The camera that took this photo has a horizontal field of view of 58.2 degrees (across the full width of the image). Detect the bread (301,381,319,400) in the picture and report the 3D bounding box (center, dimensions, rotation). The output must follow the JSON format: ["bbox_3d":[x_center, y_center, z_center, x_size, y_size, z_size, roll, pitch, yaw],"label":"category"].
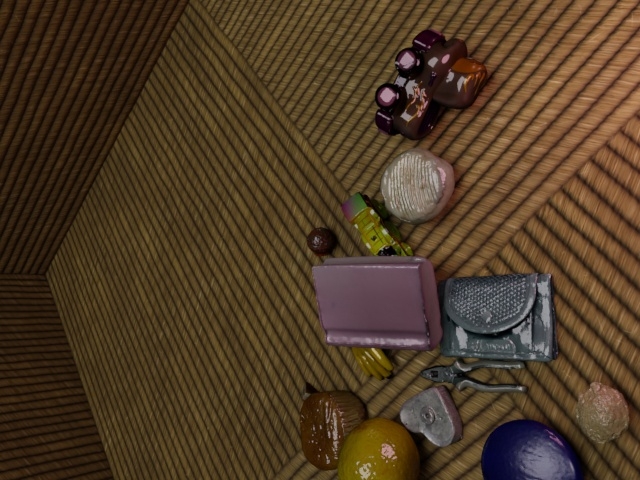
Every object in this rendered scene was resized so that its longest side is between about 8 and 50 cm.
[{"bbox_3d":[-0.038,0.552,2.048,0.109,0.062,0.043,33,106,35],"label":"bread"}]

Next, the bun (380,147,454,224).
[{"bbox_3d":[0.299,-0.166,1.770,0.239,0.141,0.239,1,92,39],"label":"bun"}]

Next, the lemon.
[{"bbox_3d":[0.173,0.667,1.715,0.267,0.267,0.268,-5,82,41],"label":"lemon"}]

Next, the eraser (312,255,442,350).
[{"bbox_3d":[0.168,0.185,1.723,0.358,0.122,0.273,-5,100,32],"label":"eraser"}]

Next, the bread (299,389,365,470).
[{"bbox_3d":[0.041,0.630,1.918,0.227,0.142,0.254,-11,80,48],"label":"bread"}]

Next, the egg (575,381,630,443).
[{"bbox_3d":[0.680,0.416,1.386,0.118,0.116,0.140,14,96,13],"label":"egg"}]

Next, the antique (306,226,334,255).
[{"bbox_3d":[0.000,0.000,2.045,0.104,0.104,0.104,-5,82,41],"label":"antique"}]

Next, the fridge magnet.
[{"bbox_3d":[0.545,0.600,1.488,0.265,0.112,0.266,-6,80,41],"label":"fridge magnet"}]

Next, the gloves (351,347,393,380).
[{"bbox_3d":[0.149,0.328,1.896,0.295,0.116,0.133,61,151,17],"label":"gloves"}]

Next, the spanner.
[{"bbox_3d":[0.434,0.390,1.658,0.324,0.040,0.096,-8,80,40],"label":"spanner"}]

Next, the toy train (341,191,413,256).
[{"bbox_3d":[0.186,-0.020,1.844,0.100,0.160,0.296,-43,59,22],"label":"toy train"}]

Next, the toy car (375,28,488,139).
[{"bbox_3d":[0.333,-0.439,1.719,0.240,0.271,0.341,35,113,17],"label":"toy car"}]

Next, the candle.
[{"bbox_3d":[0.336,0.512,1.713,0.192,0.068,0.169,17,99,38],"label":"candle"}]

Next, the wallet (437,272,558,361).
[{"bbox_3d":[0.481,0.215,1.616,0.342,0.075,0.237,-7,78,41],"label":"wallet"}]
